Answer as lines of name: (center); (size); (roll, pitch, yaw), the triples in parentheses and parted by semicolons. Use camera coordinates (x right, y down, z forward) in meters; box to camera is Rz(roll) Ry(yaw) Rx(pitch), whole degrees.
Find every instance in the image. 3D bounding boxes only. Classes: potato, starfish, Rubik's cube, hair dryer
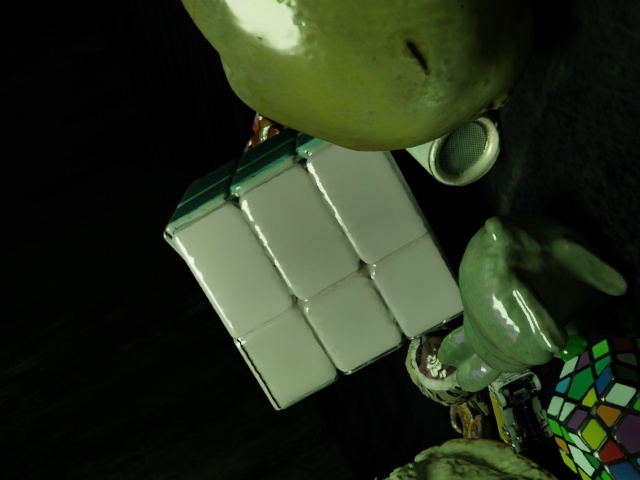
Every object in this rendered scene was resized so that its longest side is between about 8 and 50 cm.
potato: (0.011, -0.214, 0.687); (0.221, 0.243, 0.326); (-88, -15, -62)
starfish: (0.224, 0.277, 1.363); (0.209, 0.053, 0.150); (91, 162, -75)
Rubik's cube: (0.000, 0.000, 1.049); (0.221, 0.224, 0.231); (59, -173, -13)
hair dryer: (0.087, -0.173, 0.877); (0.131, 0.073, 0.236); (52, 161, 48)
Rubik's cube: (0.241, 0.136, 0.767); (0.133, 0.133, 0.112); (49, 138, 49)

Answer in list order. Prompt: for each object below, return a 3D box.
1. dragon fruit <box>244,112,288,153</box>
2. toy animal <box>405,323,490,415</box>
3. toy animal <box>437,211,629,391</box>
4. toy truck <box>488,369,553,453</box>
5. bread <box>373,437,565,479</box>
dragon fruit: (-0.038, -0.141, 1.374); (0.137, 0.135, 0.236); (-176, 81, -75)
toy animal: (0.166, 0.163, 1.216); (0.137, 0.098, 0.098); (50, 168, 0)
toy animal: (0.170, 0.064, 0.898); (0.251, 0.125, 0.127); (114, 149, -69)
toy truck: (0.218, 0.185, 1.128); (0.063, 0.052, 0.123); (-123, 10, -55)
bread: (0.206, 0.377, 1.156); (0.250, 0.225, 0.279); (17, 133, 54)
